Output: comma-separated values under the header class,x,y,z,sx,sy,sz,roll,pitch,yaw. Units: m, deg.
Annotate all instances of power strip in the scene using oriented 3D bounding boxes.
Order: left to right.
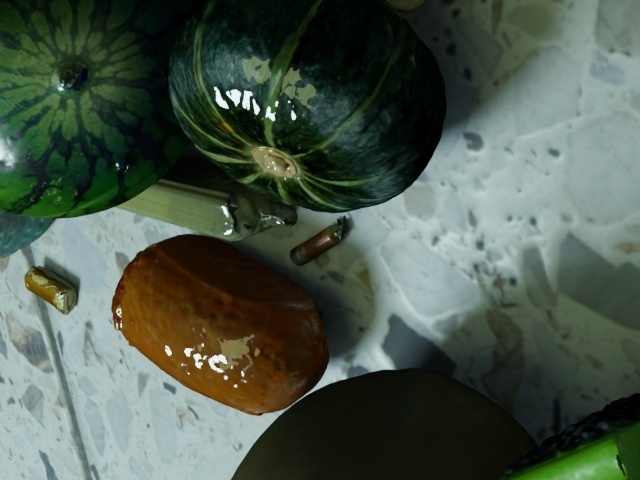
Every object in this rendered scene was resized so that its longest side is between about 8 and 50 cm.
class,x,y,z,sx,sy,sz,roll,pitch,yaw
power strip,-0.178,-0.066,1.170,0.388,0.092,0.066,15,118,36

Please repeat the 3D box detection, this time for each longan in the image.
class,x,y,z,sx,sy,sz,roll,pitch,yaw
longan,0.056,0.286,0.930,0.361,0.361,0.361,16,116,36

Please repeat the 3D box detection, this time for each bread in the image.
class,x,y,z,sx,sy,sz,roll,pitch,yaw
bread,-0.376,0.068,1.429,0.083,0.036,0.047,29,136,29

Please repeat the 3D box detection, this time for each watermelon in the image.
class,x,y,z,sx,sy,sz,roll,pitch,yaw
watermelon,-0.276,-0.185,1.038,0.363,0.363,0.363,16,116,36

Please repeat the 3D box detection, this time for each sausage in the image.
class,x,y,z,sx,sy,sz,roll,pitch,yaw
sausage,-0.109,0.092,1.128,0.268,0.153,0.141,25,116,30

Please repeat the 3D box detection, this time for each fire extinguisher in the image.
class,x,y,z,sx,sy,sz,roll,pitch,yaw
fire extinguisher,0.000,0.000,1.091,0.083,0.022,0.028,-33,54,43

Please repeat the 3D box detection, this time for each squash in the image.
class,x,y,z,sx,sy,sz,roll,pitch,yaw
squash,-0.012,-0.131,0.905,0.252,0.165,0.252,22,157,10

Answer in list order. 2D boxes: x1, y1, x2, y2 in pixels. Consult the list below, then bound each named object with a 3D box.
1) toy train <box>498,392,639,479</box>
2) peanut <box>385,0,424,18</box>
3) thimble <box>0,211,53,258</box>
class,x,y,z,sx,sy,sz,roll,pitch,yaw
toy train,0.270,0.240,0.767,0.173,0.307,0.248,-36,73,44
peanut,0.005,-0.324,0.896,0.130,0.130,0.290,-28,93,43
thimble,-0.464,-0.066,1.382,0.198,0.143,0.235,29,125,30
